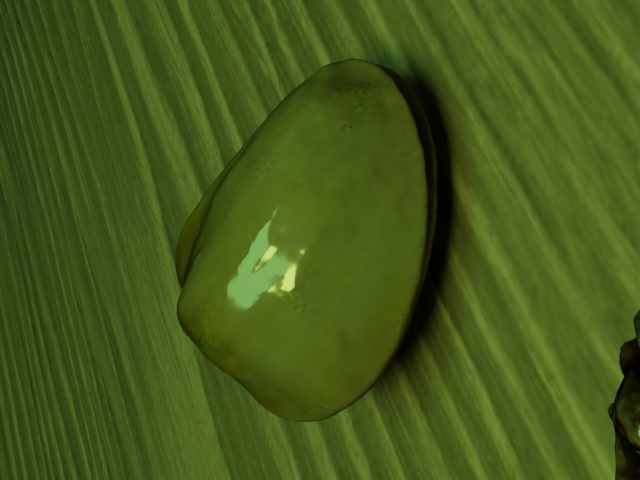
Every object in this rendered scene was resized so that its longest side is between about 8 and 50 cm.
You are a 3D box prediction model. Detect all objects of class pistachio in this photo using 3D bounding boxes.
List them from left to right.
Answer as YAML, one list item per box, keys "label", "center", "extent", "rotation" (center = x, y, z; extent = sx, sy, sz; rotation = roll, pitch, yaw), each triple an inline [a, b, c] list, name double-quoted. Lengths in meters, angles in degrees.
- label: "pistachio"
  center: [0.000, 0.000, 0.841]
  extent: [0.213, 0.163, 0.260]
  rotation: [44, 117, 26]

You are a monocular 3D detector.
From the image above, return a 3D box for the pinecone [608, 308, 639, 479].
- label: "pinecone"
  center: [0.203, 0.080, 0.455]
  extent: [0.204, 0.179, 0.184]
  rotation: [111, 171, -62]
